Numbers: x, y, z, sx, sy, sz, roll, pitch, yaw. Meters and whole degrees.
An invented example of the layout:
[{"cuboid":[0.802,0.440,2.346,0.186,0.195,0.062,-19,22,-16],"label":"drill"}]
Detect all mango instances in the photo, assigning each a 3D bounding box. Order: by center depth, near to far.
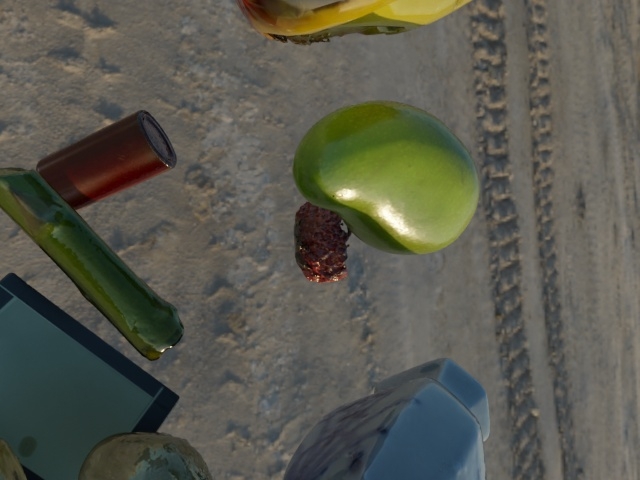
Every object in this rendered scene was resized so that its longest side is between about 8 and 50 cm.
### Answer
[{"cuboid":[0.083,-0.074,0.796,0.293,0.143,0.175,18,110,-49],"label":"mango"}]

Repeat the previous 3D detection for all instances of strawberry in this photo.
[{"cuboid":[0.000,0.000,1.079,0.145,0.086,0.145,179,-90,-86],"label":"strawberry"}]

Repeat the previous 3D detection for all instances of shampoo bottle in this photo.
[{"cuboid":[-0.361,-0.110,1.055,0.102,0.260,0.064,60,19,-27],"label":"shampoo bottle"}]

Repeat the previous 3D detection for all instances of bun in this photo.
[{"cuboid":[-0.201,0.296,0.829,0.173,0.167,0.113,66,36,-44],"label":"bun"}]

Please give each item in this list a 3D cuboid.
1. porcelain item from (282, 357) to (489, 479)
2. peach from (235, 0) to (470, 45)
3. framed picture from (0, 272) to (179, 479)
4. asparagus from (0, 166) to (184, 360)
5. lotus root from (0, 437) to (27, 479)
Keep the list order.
[{"cuboid":[0.086,0.300,0.872,0.178,0.243,0.405,64,28,1],"label":"porcelain item"},{"cuboid":[0.058,-0.336,0.638,0.380,0.306,0.242,-33,100,-50],"label":"peach"},{"cuboid":[-0.414,0.233,1.005,0.347,0.016,0.265,38,45,-7],"label":"framed picture"},{"cuboid":[-0.254,0.020,0.733,0.277,0.067,0.060,54,53,-22],"label":"asparagus"},{"cuboid":[-0.284,0.232,0.470,0.160,0.146,0.284,-68,173,-66],"label":"lotus root"}]
